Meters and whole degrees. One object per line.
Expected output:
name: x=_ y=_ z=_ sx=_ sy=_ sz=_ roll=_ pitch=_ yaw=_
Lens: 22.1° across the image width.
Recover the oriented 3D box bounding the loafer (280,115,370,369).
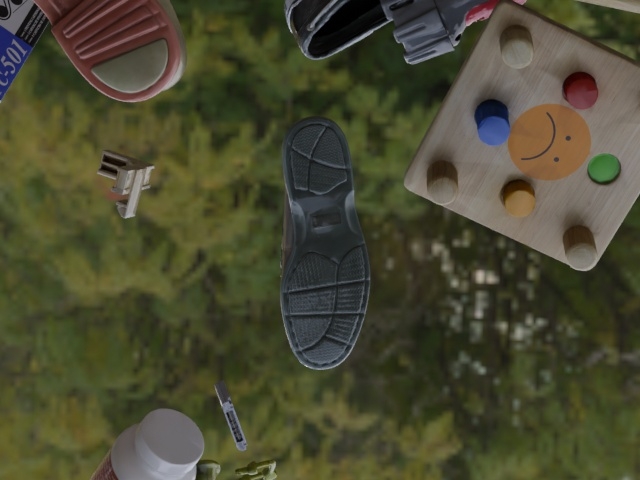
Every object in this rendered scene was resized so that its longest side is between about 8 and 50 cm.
loafer: x=0.000 y=0.000 z=1.747 sx=0.096 sy=0.268 sz=0.084 roll=-2 pitch=-173 yaw=-7

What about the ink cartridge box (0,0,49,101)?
ink cartridge box: x=-0.400 y=-0.265 z=2.033 sx=0.097 sy=0.207 sz=0.046 roll=35 pitch=145 yaw=-16

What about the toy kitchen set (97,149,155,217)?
toy kitchen set: x=-0.275 y=-0.075 z=2.176 sx=0.075 sy=0.068 sz=0.083 roll=19 pitch=-167 yaw=16

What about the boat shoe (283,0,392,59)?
boat shoe: x=0.097 y=-0.322 z=1.966 sx=0.306 sy=0.105 sz=0.113 roll=-28 pitch=134 yaw=7

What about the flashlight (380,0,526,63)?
flashlight: x=0.231 y=-0.290 z=1.896 sx=0.304 sy=0.103 sz=0.103 roll=-23 pitch=171 yaw=10

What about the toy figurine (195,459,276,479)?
toy figurine: x=-0.169 y=0.480 z=2.511 sx=0.191 sy=0.217 sz=0.362 roll=3 pitch=158 yaw=-11

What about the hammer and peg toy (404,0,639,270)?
hammer and peg toy: x=0.277 y=-0.164 z=1.859 sx=0.266 sy=0.361 sz=0.127 roll=24 pitch=-156 yaw=-7

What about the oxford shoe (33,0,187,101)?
oxford shoe: x=-0.275 y=-0.321 z=1.740 sx=0.140 sy=0.397 sz=0.146 roll=-29 pitch=-178 yaw=11

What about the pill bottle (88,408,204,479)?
pill bottle: x=-0.242 y=0.325 z=2.213 sx=0.121 sy=0.121 sz=0.216 roll=0 pitch=141 yaw=-36

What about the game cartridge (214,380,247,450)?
game cartridge: x=-0.116 y=0.224 z=2.104 sx=0.017 sy=0.083 sz=0.056 roll=-18 pitch=-148 yaw=-2
